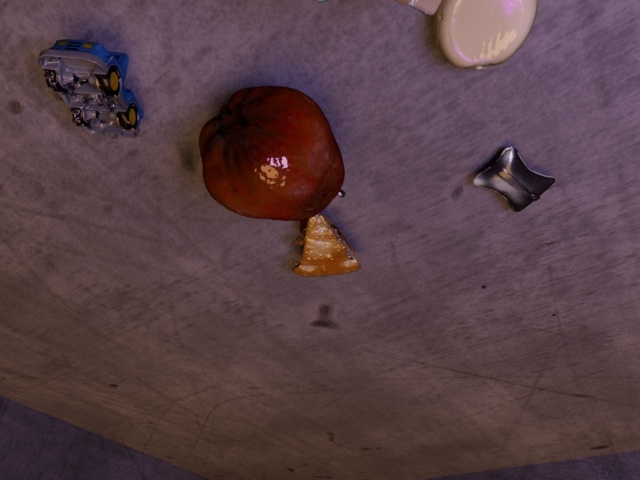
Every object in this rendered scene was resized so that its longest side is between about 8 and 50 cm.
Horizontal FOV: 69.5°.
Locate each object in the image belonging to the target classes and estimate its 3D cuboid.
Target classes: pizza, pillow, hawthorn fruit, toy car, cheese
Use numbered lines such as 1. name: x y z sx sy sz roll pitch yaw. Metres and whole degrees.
1. pizza: 0.001 -0.001 0.988 0.154 0.069 0.193 -5 130 11
2. pillow: 0.357 -0.109 0.849 0.136 0.055 0.091 29 152 -20
3. hawthorn fruit: -0.062 -0.125 0.761 0.224 0.224 0.261 -29 140 31
4. toy car: -0.355 -0.249 0.741 0.097 0.100 0.191 5 157 0
5. cheese: 0.220 -0.341 0.605 0.137 0.064 0.227 -5 138 5

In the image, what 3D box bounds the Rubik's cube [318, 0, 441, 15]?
1. Rubik's cube: 0.057 -0.351 0.474 0.225 0.265 0.212 21 119 -13
